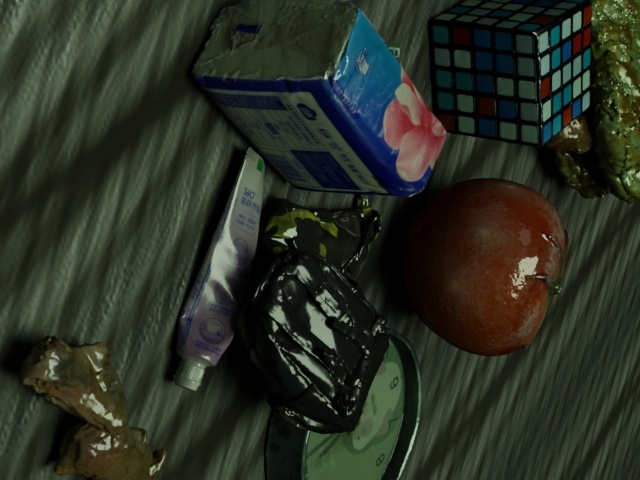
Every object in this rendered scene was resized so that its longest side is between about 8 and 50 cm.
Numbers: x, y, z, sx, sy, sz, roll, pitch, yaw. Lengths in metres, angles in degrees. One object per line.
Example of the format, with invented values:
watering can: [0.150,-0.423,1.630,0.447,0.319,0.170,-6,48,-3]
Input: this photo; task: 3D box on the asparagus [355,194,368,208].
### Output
asparagus: [0.063,-0.127,1.812,0.025,0.024,0.248,-13,113,-46]

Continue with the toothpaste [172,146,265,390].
toothpaste: [-0.119,0.037,1.590,0.075,0.048,0.301,27,77,-44]

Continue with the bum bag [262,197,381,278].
bum bag: [0.000,0.000,1.734,0.232,0.060,0.106,1,92,-51]

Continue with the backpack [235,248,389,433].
backpack: [-0.010,0.123,1.638,0.258,0.133,0.206,53,51,-34]

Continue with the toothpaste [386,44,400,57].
toothpaste: [0.080,-0.264,1.793,0.083,0.020,0.017,-5,101,-54]

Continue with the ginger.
ginger: [-0.257,0.198,1.434,0.122,0.084,0.290,-34,135,-17]

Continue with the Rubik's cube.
Rubik's cube: [0.290,-0.264,1.949,0.187,0.184,0.182,-35,128,-43]

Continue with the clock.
clock: [0.041,0.272,1.882,0.319,0.066,0.319,-24,121,-49]

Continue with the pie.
pie: [0.529,-0.287,2.295,0.395,0.180,0.418,40,62,-52]

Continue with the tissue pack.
tissue pack: [0.003,-0.170,1.560,0.269,0.209,0.137,45,55,-50]

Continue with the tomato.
tomato: [0.240,0.036,1.933,0.265,0.265,0.265,-24,120,-50]
